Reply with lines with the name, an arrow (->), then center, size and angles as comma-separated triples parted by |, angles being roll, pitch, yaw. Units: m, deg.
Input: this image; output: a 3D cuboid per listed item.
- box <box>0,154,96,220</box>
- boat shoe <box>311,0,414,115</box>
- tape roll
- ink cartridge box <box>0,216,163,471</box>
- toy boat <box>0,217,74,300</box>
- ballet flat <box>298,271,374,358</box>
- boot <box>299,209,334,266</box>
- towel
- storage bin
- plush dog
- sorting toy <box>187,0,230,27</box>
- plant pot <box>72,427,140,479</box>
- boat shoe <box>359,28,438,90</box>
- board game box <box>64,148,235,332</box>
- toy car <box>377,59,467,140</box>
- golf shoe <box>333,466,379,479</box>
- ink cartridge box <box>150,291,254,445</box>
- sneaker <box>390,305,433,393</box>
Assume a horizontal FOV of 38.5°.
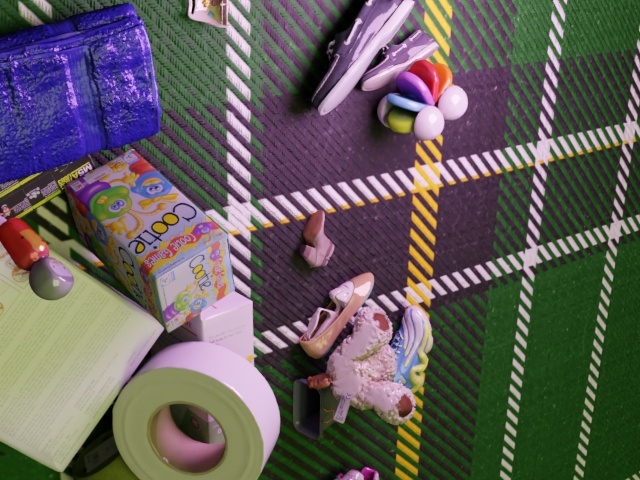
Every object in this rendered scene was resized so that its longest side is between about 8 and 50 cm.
box -> -0.486, -0.144, 1.499 | 0.190, 0.045, 0.184 | -38, 130, -24
boat shoe -> 0.066, -0.386, 1.841 | 0.302, 0.091, 0.114 | -52, 176, -13
tape roll -> -0.218, 0.326, 1.620 | 0.100, 0.286, 0.286 | -57, 150, -65
ink cartridge box -> -0.503, 0.163, 1.532 | 0.385, 0.091, 0.308 | 39, 81, -25
toy boat -> -0.523, 0.081, 1.340 | 0.318, 0.148, 0.267 | -32, 164, -38
ballet flat -> 0.035, 0.156, 2.041 | 0.073, 0.080, 0.232 | 39, 80, -29
boot -> 0.000, 0.000, 1.975 | 0.087, 0.042, 0.118 | 24, 92, -49
towel -> -0.403, -0.231, 1.449 | 0.308, 0.076, 0.228 | -23, 118, -29
storage bin -> 0.003, 0.371, 2.092 | 0.091, 0.098, 0.135 | -22, 121, -44
plush dog -> 0.102, 0.292, 2.058 | 0.225, 0.210, 0.262 | 7, 64, -68
sorting toy -> -0.202, -0.423, 1.633 | 0.075, 0.045, 0.083 | -10, 114, -30
plant pot -> -0.336, 0.508, 1.765 | 0.275, 0.275, 0.293 | -41, 114, -20
boat shoe -> 0.156, -0.385, 1.950 | 0.206, 0.075, 0.065 | -32, 83, -20
board game box -> -0.288, -0.003, 1.544 | 0.142, 0.275, 0.144 | -33, 145, -26
toy car -> 0.209, -0.307, 1.937 | 0.182, 0.159, 0.136 | -41, 136, -20
golf shoe -> 0.034, 0.625, 2.217 | 0.306, 0.115, 0.140 | 4, 94, -48
ink cartridge box -> -0.227, 0.190, 1.739 | 0.119, 0.207, 0.353 | -17, 118, -36
sneaker -> 0.198, 0.278, 2.216 | 0.126, 0.091, 0.240 | -18, 119, -34
